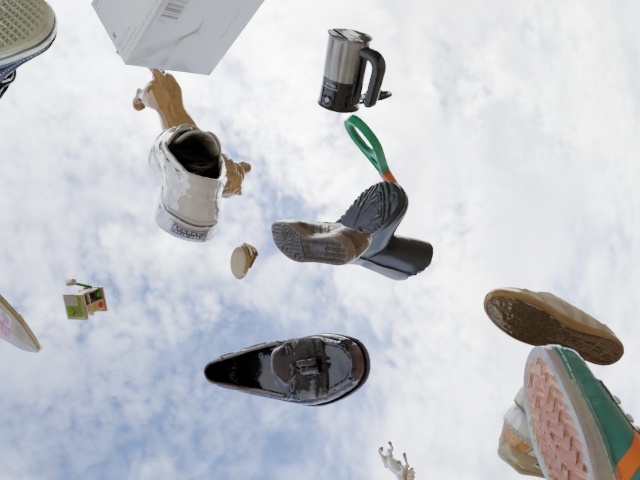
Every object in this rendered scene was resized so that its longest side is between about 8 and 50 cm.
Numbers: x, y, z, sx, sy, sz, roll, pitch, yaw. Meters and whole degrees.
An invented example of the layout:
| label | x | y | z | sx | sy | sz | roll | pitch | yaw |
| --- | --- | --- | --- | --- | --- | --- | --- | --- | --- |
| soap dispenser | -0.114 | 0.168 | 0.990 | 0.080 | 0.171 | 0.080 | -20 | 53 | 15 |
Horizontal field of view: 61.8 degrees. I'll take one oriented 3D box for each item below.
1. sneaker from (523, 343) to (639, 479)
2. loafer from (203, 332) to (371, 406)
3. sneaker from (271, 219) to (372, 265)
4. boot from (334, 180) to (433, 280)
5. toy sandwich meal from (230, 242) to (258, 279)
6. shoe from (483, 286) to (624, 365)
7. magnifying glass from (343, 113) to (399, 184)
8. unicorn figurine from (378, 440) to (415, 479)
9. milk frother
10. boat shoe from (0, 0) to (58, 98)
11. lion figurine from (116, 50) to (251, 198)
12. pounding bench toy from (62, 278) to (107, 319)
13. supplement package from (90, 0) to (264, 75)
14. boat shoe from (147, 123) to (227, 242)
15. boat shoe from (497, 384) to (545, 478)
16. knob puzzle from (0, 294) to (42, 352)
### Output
| label | x | y | z | sx | sy | sz | roll | pitch | yaw |
| --- | --- | --- | --- | --- | --- | --- | --- | --- | --- |
| sneaker | 0.304 | 0.240 | 0.518 | 0.120 | 0.108 | 0.303 | -12 | -114 | -11 |
| loafer | -0.063 | 0.203 | 0.824 | 0.095 | 0.302 | 0.109 | 9 | -108 | -46 |
| sneaker | 0.000 | 0.000 | 0.864 | 0.071 | 0.188 | 0.066 | -22 | -63 | -39 |
| boot | 0.143 | -0.009 | 1.031 | 0.207 | 0.246 | 0.094 | 14 | -126 | -29 |
| toy sandwich meal | -0.170 | 0.045 | 1.181 | 0.029 | 0.085 | 0.086 | 5 | -106 | -39 |
| shoe | 0.344 | 0.122 | 0.805 | 0.218 | 0.077 | 0.058 | 24 | -147 | -2 |
| magnifying glass | 0.117 | -0.158 | 1.071 | 0.026 | 0.092 | 0.231 | -41 | -54 | -5 |
| unicorn figurine | 0.193 | 0.585 | 1.416 | 0.060 | 0.162 | 0.111 | -18 | -58 | -12 |
| milk frother | 0.075 | -0.321 | 1.012 | 0.129 | 0.135 | 0.143 | 21 | -144 | 13 |
| boat shoe | -0.743 | -0.407 | 1.177 | 0.156 | 0.499 | 0.187 | 32 | -126 | -59 |
| lion figurine | -0.327 | -0.268 | 1.245 | 0.142 | 0.240 | 0.392 | -42 | -58 | -11 |
| pounding bench toy | -0.474 | 0.110 | 1.078 | 0.065 | 0.052 | 0.084 | -30 | -64 | -65 |
| supplement package | -0.234 | -0.443 | 0.940 | 0.204 | 0.262 | 0.145 | -14 | -112 | -53 |
| boat shoe | -0.163 | -0.100 | 0.668 | 0.096 | 0.088 | 0.268 | 17 | -155 | -20 |
| boat shoe | 0.374 | 0.304 | 0.765 | 0.302 | 0.113 | 0.103 | 27 | -82 | -18 |
| knob puzzle | -0.594 | 0.138 | 1.005 | 0.213 | 0.213 | 0.030 | 53 | -133 | -15 |
